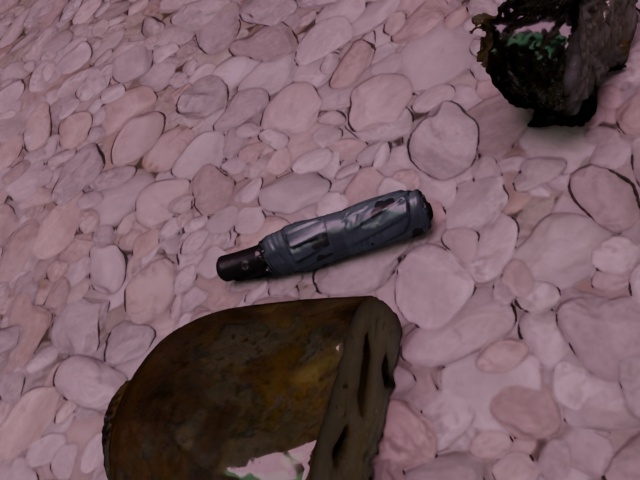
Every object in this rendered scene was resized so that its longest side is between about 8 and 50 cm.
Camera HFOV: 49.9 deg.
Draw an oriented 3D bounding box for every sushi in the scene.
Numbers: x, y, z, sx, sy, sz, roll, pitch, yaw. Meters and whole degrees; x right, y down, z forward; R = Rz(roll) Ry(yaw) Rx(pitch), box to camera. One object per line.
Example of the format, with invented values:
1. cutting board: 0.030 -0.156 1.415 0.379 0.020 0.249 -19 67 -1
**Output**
1. sushi: 0.250 -0.207 0.723 0.114 0.147 0.212 10 45 39

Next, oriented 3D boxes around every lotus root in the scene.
1. lotus root: -0.085 0.159 0.624 0.260 0.149 0.267 0 55 26

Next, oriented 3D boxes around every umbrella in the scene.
1. umbrella: -0.001 -0.001 0.749 0.250 0.053 0.052 -16 53 16
